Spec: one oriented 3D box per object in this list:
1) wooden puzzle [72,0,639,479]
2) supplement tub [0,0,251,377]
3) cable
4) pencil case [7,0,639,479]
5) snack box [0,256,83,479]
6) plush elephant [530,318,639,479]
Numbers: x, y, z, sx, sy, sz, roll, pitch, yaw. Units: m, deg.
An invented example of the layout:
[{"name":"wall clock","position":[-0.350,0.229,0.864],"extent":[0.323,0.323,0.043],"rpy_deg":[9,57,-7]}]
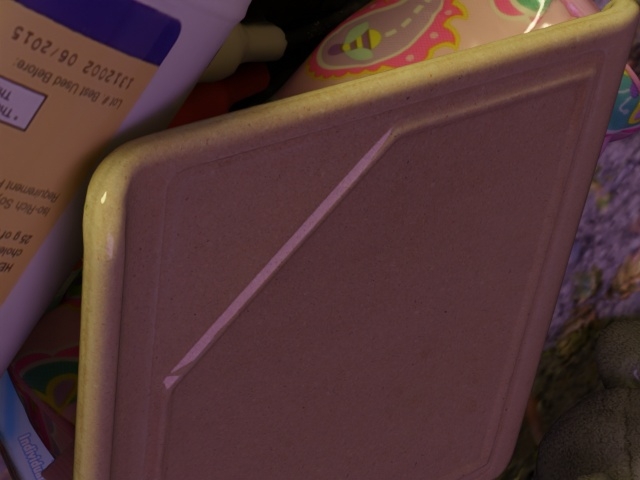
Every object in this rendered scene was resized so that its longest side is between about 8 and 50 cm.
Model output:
[{"name":"wooden puzzle","position":[0.006,0.032,0.524],"extent":[0.238,0.044,0.221],"rpy_deg":[-23,137,-37]},{"name":"supplement tub","position":[-0.197,-0.024,0.457],"extent":[0.241,0.241,0.331],"rpy_deg":[26,103,-42]},{"name":"cable","position":[0.003,-0.089,0.663],"extent":[0.287,0.072,0.139],"rpy_deg":[-10,129,-29]},{"name":"pencil case","position":[0.000,0.000,0.610],"extent":[0.284,0.124,0.124],"rpy_deg":[-42,134,-10]},{"name":"snack box","position":[-0.057,0.108,0.765],"extent":[0.187,0.060,0.322],"rpy_deg":[-28,132,-17]},{"name":"plush elephant","position":[0.174,0.204,0.878],"extent":[0.330,0.272,0.255],"rpy_deg":[-27,96,26]}]
